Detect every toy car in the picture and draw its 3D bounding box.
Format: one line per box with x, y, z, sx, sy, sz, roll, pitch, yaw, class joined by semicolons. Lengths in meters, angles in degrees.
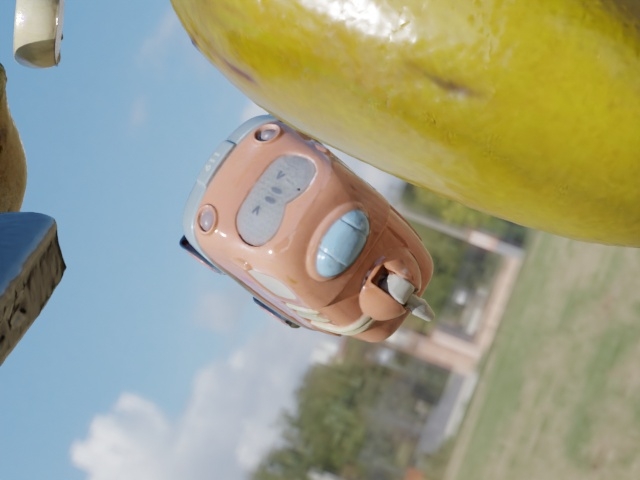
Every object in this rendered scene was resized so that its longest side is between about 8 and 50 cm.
0.000;0.000;1.735;0.270;0.212;0.180;39;-98;-39;toy car

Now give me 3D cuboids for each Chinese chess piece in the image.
-0.315;-0.253;1.840;0.122;0.051;0.122;-176;90;-84;Chinese chess piece

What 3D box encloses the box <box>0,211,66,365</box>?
-0.329;0.070;1.077;0.289;0.290;0.073;-77;-26;-70;box

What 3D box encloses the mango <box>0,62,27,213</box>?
-0.417;-0.082;1.823;0.146;0.193;0.316;63;147;32;mango

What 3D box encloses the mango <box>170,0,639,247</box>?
0.088;-0.133;1.071;0.220;0.445;0.301;-55;-16;4;mango
